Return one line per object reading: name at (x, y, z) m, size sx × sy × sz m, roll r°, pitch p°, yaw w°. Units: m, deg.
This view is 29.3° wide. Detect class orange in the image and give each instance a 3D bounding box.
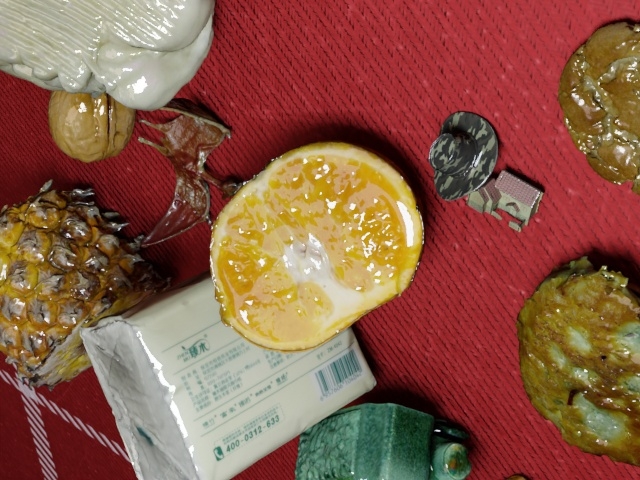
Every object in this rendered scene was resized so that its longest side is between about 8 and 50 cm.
orange at (0.004, 0.002, 1.706) m, size 0.274 × 0.274 × 0.310 m, roll 46°, pitch 144°, yaw 3°

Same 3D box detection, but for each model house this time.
model house at (0.238, -0.059, 1.577) m, size 0.083 × 0.057 × 0.058 m, roll 34°, pitch 146°, yaw 21°

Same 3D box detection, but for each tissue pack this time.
tissue pack at (-0.138, 0.183, 1.878) m, size 0.207 × 0.380 × 0.297 m, roll -17°, pitch 96°, yaw 51°

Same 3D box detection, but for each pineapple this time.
pineapple at (-0.474, 0.073, 2.217) m, size 0.300 × 0.352 × 0.352 m, roll 54°, pitch 145°, yaw 8°

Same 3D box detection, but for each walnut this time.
walnut at (-0.373, -0.208, 1.994) m, size 0.144 × 0.144 × 0.180 m, roll 36°, pitch 133°, yaw 16°

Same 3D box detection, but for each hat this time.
hat at (0.170, -0.109, 1.576) m, size 0.121 × 0.050 × 0.121 m, roll -6°, pitch 82°, yaw 50°

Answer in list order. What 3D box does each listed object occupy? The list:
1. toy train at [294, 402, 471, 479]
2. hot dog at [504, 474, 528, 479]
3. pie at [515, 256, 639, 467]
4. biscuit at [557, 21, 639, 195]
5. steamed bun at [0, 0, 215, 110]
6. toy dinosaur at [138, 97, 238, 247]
toy train at (0.097, 0.361, 1.946) m, size 0.238 × 0.167 × 0.299 m, roll 20°, pitch 154°, yaw -27°
hot dog at (0.294, 0.459, 1.985) m, size 0.100 × 0.068 × 0.249 m, roll 39°, pitch 143°, yaw 11°
pie at (0.385, 0.164, 1.593) m, size 0.288 × 0.103 × 0.354 m, roll 32°, pitch 145°, yaw 20°
biscuit at (0.365, -0.141, 1.384) m, size 0.226 × 0.042 × 0.226 m, roll 27°, pitch 140°, yaw 25°
steamed bun at (-0.295, -0.357, 1.703) m, size 0.339 × 0.247 × 0.352 m, roll 22°, pitch 122°, yaw 6°
toy dinosaur at (-0.239, -0.108, 1.975) m, size 0.206 × 0.113 × 0.327 m, roll 52°, pitch 146°, yaw -5°
